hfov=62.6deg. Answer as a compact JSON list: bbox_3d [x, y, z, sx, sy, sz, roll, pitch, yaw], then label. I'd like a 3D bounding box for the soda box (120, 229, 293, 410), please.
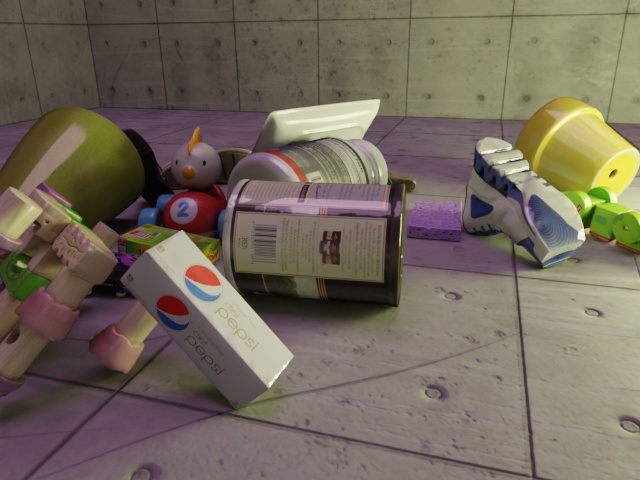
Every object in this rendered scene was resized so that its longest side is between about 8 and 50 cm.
[{"bbox_3d":[-0.137,0.096,0.647,0.069,0.216,0.074,-41,1,31],"label":"soda box"}]

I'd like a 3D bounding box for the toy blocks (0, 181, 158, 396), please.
[{"bbox_3d":[-0.417,0.061,0.689,0.260,0.309,0.288,-51,47,-7],"label":"toy blocks"}]

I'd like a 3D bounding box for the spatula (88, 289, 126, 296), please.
[{"bbox_3d":[-0.437,0.058,1.012,0.168,0.019,0.242,0,21,-14],"label":"spatula"}]

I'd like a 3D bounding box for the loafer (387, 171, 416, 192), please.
[{"bbox_3d":[0.204,-0.170,1.527,0.148,0.056,0.050,13,23,8],"label":"loafer"}]

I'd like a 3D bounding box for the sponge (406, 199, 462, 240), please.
[{"bbox_3d":[0.274,-0.052,1.247,0.117,0.031,0.210,5,22,14],"label":"sponge"}]

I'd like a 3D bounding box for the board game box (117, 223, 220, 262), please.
[{"bbox_3d":[-0.304,0.015,1.058,0.181,0.043,0.092,11,24,19],"label":"board game box"}]

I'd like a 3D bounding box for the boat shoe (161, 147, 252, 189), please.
[{"bbox_3d":[-0.338,-0.234,1.621,0.302,0.113,0.103,-10,28,-19],"label":"boat shoe"}]

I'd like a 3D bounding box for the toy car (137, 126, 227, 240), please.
[{"bbox_3d":[-0.283,-0.131,1.182,0.219,0.238,0.210,1,21,5],"label":"toy car"}]

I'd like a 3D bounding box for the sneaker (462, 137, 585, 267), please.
[{"bbox_3d":[0.409,-0.055,1.130,0.127,0.182,0.316,-10,52,-18],"label":"sneaker"}]

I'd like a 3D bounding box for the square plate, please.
[{"bbox_3d":[-0.036,-0.205,1.343,0.347,0.344,0.049,-18,66,-37],"label":"square plate"}]

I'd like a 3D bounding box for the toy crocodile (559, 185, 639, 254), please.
[{"bbox_3d":[0.629,-0.038,1.127,0.115,0.105,0.340,-11,28,-26],"label":"toy crocodile"}]

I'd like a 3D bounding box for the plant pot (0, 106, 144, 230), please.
[{"bbox_3d":[-0.570,-0.100,1.128,0.274,0.275,0.294,3,37,10],"label":"plant pot"}]

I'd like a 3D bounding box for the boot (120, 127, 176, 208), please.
[{"bbox_3d":[-0.459,-0.179,1.348,0.085,0.236,0.178,-34,28,-16],"label":"boot"}]

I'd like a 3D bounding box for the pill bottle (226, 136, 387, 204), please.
[{"bbox_3d":[-0.013,-0.116,1.174,0.210,0.210,0.363,14,24,34],"label":"pill bottle"}]

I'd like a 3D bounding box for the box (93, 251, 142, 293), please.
[{"bbox_3d":[-0.388,0.054,0.963,0.162,0.029,0.116,5,21,3],"label":"box"}]

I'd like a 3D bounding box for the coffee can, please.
[{"bbox_3d":[0.000,0.000,0.886,0.275,0.202,0.201,4,22,11],"label":"coffee can"}]

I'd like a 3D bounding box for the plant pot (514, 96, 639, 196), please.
[{"bbox_3d":[0.699,-0.225,1.418,0.253,0.254,0.239,-11,38,-24],"label":"plant pot"}]
